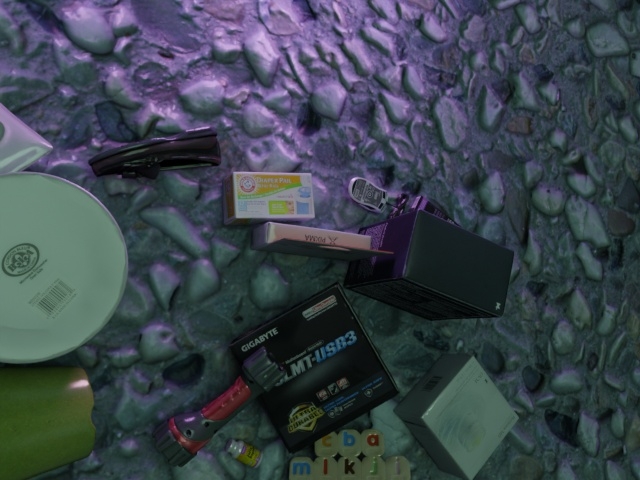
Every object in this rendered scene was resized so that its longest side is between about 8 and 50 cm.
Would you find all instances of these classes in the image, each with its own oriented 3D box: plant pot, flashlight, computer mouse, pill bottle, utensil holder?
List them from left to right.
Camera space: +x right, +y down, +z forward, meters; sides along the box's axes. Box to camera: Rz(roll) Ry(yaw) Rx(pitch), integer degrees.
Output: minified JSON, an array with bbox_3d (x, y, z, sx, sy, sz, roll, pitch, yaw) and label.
[{"bbox_3d":[-0.573,0.343,1.145,0.253,0.276,0.276,-3,83,-37],"label":"plant pot"},{"bbox_3d":[-0.532,0.062,1.115,0.327,0.385,0.328,4,80,-23],"label":"utensil holder"},{"bbox_3d":[-0.219,0.354,1.324,0.304,0.103,0.103,-41,91,-3],"label":"flashlight"},{"bbox_3d":[-0.176,0.488,1.403,0.083,0.043,0.043,33,71,-17],"label":"pill bottle"},{"bbox_3d":[0.148,-0.112,1.643,0.192,0.042,0.106,25,77,-25],"label":"computer mouse"}]

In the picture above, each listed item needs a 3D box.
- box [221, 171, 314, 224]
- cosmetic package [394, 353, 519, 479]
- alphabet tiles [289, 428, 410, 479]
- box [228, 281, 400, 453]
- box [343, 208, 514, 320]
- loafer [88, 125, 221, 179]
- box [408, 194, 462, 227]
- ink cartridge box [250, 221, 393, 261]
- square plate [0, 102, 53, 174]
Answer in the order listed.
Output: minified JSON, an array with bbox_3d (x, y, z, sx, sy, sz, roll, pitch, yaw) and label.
[{"bbox_3d":[-0.128,-0.100,1.478,0.203,0.103,0.114,-2,84,-25],"label":"box"},{"bbox_3d":[0.359,0.457,1.603,0.224,0.138,0.225,-42,102,-23],"label":"cosmetic package"},{"bbox_3d":[0.067,0.568,1.407,0.283,0.021,0.278,-2,45,3],"label":"alphabet tiles"},{"bbox_3d":[-0.014,0.293,1.418,0.295,0.073,0.294,-29,93,1],"label":"box"},{"bbox_3d":[0.268,0.073,1.530,0.296,0.294,0.183,22,74,-21],"label":"box"},{"bbox_3d":[-0.363,-0.183,1.386,0.302,0.109,0.095,-21,95,-29],"label":"loafer"},{"bbox_3d":[0.313,-0.034,1.712,0.162,0.029,0.116,35,70,-18],"label":"box"},{"bbox_3d":[0.000,0.000,1.447,0.274,0.239,0.060,8,79,-24],"label":"ink cartridge box"},{"bbox_3d":[-0.736,-0.166,1.129,0.344,0.049,0.347,36,63,26],"label":"square plate"}]
